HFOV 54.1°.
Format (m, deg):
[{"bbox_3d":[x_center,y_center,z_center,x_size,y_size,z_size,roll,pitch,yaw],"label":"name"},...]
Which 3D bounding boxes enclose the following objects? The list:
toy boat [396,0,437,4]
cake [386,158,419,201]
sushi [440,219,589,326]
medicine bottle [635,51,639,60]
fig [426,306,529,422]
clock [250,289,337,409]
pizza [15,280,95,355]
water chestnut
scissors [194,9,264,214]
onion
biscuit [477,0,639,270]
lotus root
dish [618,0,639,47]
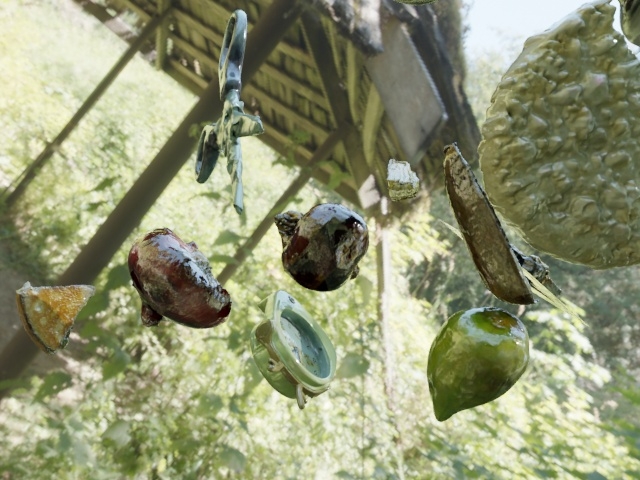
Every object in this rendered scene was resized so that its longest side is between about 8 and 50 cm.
[{"bbox_3d":[0.202,-0.662,1.554,0.296,0.114,0.122,45,-2,41],"label":"toy boat"},{"bbox_3d":[0.192,-0.153,1.447,0.080,0.116,0.185,-1,-11,13],"label":"cake"},{"bbox_3d":[0.533,0.059,1.693,0.343,0.064,0.359,35,3,-32],"label":"sushi"},{"bbox_3d":[0.684,-0.332,1.282,0.123,0.282,0.375,52,-44,-1],"label":"medicine bottle"},{"bbox_3d":[0.258,0.213,1.114,0.167,0.233,0.167,42,26,-26],"label":"fig"},{"bbox_3d":[-0.069,0.263,1.452,0.235,0.096,0.308,52,16,-13],"label":"clock"},{"bbox_3d":[-0.614,0.156,1.474,0.052,0.195,0.185,-2,-67,34],"label":"pizza"},{"bbox_3d":[0.000,0.000,1.494,0.238,0.223,0.223,37,-4,7],"label":"water chestnut"},{"bbox_3d":[-0.112,-0.148,0.777,0.029,0.255,0.383,12,19,-19],"label":"scissors"},{"bbox_3d":[-0.319,0.099,1.351,0.272,0.195,0.272,49,-7,8],"label":"onion"},{"bbox_3d":[0.259,-0.091,0.662,0.084,0.179,0.281,-77,147,-70],"label":"biscuit"},{"bbox_3d":[0.288,-0.024,1.142,0.329,0.078,0.167,65,12,9],"label":"lotus root"},{"bbox_3d":[0.591,-0.500,1.135,0.134,0.273,0.273,20,-6,7],"label":"dish"}]
